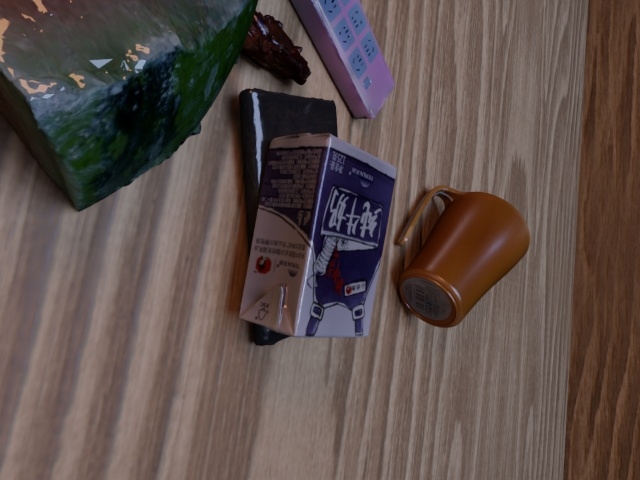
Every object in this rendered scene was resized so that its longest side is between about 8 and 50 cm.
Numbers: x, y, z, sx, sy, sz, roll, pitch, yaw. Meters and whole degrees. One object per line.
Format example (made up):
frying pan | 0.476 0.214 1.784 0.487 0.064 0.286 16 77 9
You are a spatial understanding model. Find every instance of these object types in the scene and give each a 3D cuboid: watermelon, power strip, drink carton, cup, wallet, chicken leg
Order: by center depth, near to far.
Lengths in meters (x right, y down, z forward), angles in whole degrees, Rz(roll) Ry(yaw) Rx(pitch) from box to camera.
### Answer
watermelon | -0.173 -0.192 0.358 0.264 0.151 0.302 -57 130 -31
drink carton | -0.001 0.001 0.542 0.134 0.102 0.222 13 86 -49
chicken leg | -0.082 -0.257 0.544 0.205 0.053 0.093 26 48 -54
wallet | -0.033 -0.031 0.607 0.170 0.044 0.321 -11 101 -48
power strip | 0.032 -0.315 0.682 0.279 0.037 0.109 55 52 -34
cup | 0.255 0.019 0.869 0.226 0.182 0.264 47 56 2
